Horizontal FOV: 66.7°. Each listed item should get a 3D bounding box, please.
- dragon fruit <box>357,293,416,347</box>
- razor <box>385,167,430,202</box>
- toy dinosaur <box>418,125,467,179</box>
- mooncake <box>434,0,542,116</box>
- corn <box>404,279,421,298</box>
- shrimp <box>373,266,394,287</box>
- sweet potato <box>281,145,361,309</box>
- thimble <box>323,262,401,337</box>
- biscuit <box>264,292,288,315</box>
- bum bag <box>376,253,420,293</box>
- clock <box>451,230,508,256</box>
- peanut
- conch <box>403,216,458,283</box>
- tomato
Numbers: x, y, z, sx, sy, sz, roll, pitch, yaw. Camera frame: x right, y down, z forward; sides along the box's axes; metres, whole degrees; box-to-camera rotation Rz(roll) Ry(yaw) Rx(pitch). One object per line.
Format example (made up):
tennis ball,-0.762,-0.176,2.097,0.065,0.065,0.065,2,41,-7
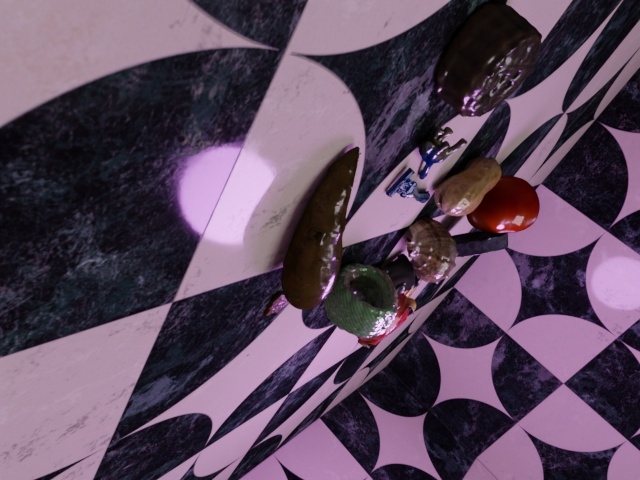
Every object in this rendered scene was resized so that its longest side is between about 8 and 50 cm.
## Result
dragon fruit,0.229,0.289,1.891,0.291,0.189,0.290,-38,157,-20
razor,0.280,-0.134,1.407,0.093,0.056,0.324,-46,161,16
toy dinosaur,0.272,-0.206,1.262,0.248,0.075,0.188,-28,163,-51
mooncake,0.356,-0.372,1.032,0.228,0.124,0.228,-38,158,-18
corn,0.348,0.226,2.124,0.310,0.101,0.101,-51,158,19
shrimp,0.145,0.213,1.642,0.062,0.164,0.316,-21,155,-47
sweet potato,-0.002,0.000,1.050,0.131,0.131,0.422,-24,140,-45
thimble,0.124,0.185,1.469,0.219,0.219,0.150,-24,148,-45
biscuit,-0.112,0.162,1.269,0.082,0.016,0.092,-30,153,-25
bum bag,0.260,0.136,1.781,0.080,0.142,0.326,-22,174,42
clock,0.635,0.012,2.061,0.313,0.061,0.312,-10,-174,1
peanut,0.498,-0.184,1.620,0.313,0.149,0.149,-41,159,-28
conch,0.411,0.042,1.744,0.210,0.159,0.291,-59,145,-5
tomato,0.749,-0.153,2.001,0.299,0.299,0.226,-18,109,-51
